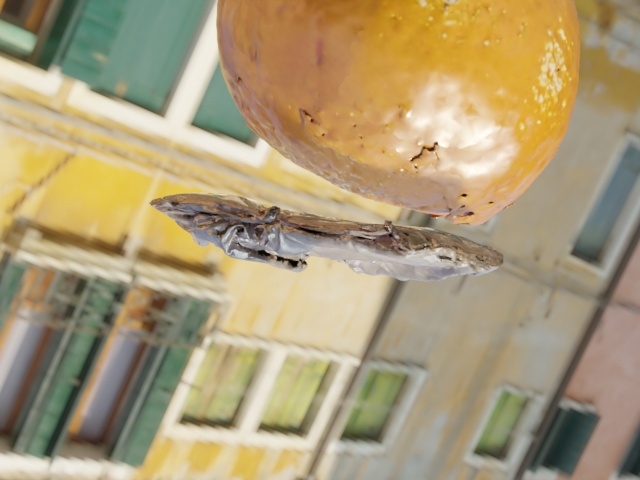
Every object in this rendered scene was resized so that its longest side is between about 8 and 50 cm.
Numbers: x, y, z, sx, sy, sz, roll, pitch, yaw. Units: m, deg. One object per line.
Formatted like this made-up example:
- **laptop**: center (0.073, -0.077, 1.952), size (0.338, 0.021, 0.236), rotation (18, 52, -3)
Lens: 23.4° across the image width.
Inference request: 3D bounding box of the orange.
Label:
- **orange**: center (0.041, -0.099, 0.765), size (0.193, 0.161, 0.193), rotation (31, 178, 1)

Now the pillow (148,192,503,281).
- **pillow**: center (0.000, 0.000, 1.139), size (0.248, 0.049, 0.135), rotation (7, 175, 34)
